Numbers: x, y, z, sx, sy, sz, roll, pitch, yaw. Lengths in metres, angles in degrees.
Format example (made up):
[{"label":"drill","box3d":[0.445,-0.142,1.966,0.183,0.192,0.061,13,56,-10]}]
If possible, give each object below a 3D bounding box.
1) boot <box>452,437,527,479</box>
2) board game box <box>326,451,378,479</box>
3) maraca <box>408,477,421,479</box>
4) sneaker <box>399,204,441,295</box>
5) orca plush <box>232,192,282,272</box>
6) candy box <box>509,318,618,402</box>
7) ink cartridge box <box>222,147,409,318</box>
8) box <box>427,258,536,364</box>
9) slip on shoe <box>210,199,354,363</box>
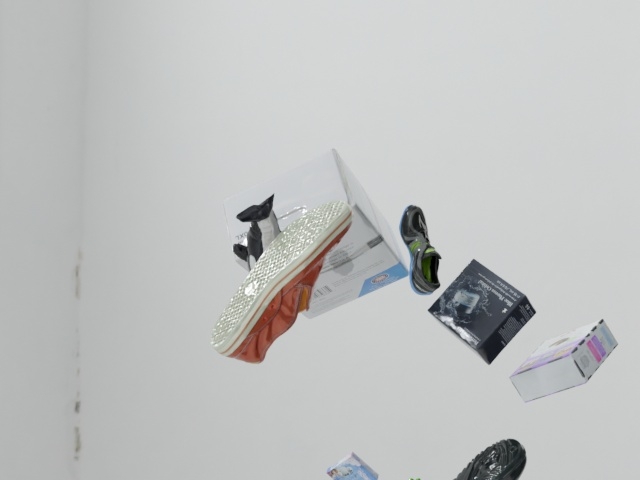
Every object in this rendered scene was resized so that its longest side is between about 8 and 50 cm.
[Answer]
[{"label":"boot","box3d":[0.347,0.515,1.329,0.207,0.246,0.094,42,-168,-9]},{"label":"board game box","box3d":[0.077,0.560,1.688,0.090,0.090,0.020,43,-154,-8]},{"label":"maraca","box3d":[0.292,0.760,1.987,0.186,0.099,0.127,58,-144,-9]},{"label":"sneaker","box3d":[0.212,0.017,1.437,0.067,0.078,0.188,-5,-99,-31]},{"label":"orca plush","box3d":[-0.132,0.031,1.351,0.287,0.102,0.151,75,-151,-57]},{"label":"candy box","box3d":[0.536,0.263,1.547,0.196,0.165,0.070,-26,-97,-45]},{"label":"ink cartridge box","box3d":[0.000,0.000,1.614,0.395,0.285,0.166,47,-158,-57]},{"label":"box","box3d":[0.347,0.152,1.519,0.158,0.156,0.093,-48,-42,-2]},{"label":"slip on shoe","box3d":[-0.052,0.071,1.191,0.101,0.331,0.123,36,-177,-28]}]
